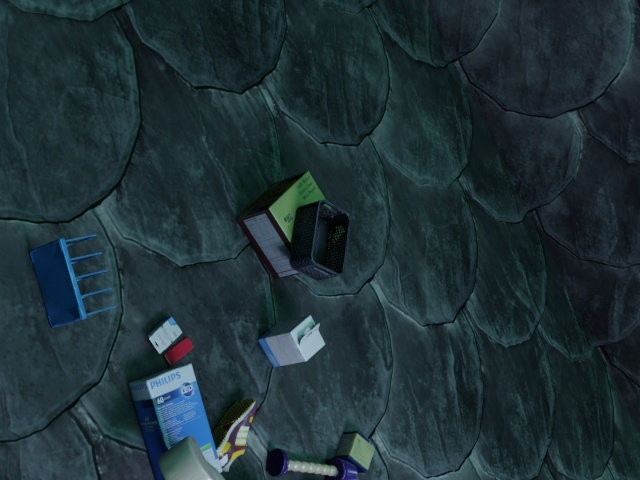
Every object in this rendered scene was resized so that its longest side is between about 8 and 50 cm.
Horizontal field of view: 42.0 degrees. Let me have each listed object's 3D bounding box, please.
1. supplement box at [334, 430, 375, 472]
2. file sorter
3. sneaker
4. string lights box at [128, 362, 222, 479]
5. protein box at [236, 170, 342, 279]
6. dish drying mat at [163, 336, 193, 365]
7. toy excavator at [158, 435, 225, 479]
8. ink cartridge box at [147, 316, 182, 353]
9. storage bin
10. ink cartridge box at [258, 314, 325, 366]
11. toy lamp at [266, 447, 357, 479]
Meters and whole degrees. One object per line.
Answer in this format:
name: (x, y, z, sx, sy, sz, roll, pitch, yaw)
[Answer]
supplement box: (0.095, 0.578, 2.277, 0.083, 0.056, 0.083, 45, 50, -28)
file sorter: (-0.514, 0.082, 1.749, 0.105, 0.118, 0.170, -15, 89, -50)
sneaker: (-0.203, 0.465, 2.000, 0.185, 0.070, 0.083, -50, 123, -36)
string lights box: (-0.324, 0.421, 1.871, 0.133, 0.077, 0.259, -15, 89, -48)
protein box: (-0.078, -0.041, 2.229, 0.201, 0.136, 0.200, 58, 45, -17)
dish drying mat: (-0.334, 0.261, 1.961, 0.083, 0.008, 0.032, -38, 105, -45)
toy excavator: (-0.163, 0.630, 1.830, 0.445, 0.222, 0.433, 52, -1, 12)
ink cartridge box: (-0.365, 0.221, 1.926, 0.083, 0.028, 0.048, -46, 111, -44)
storage bin: (0.000, 0.000, 2.136, 0.122, 0.084, 0.180, 28, 61, -39)
ink cartridge box: (-0.068, 0.258, 2.141, 0.092, 0.143, 0.089, -38, 105, -45)
toy lamp: (-0.015, 0.588, 2.147, 0.275, 0.080, 0.080, 21, 63, -38)
